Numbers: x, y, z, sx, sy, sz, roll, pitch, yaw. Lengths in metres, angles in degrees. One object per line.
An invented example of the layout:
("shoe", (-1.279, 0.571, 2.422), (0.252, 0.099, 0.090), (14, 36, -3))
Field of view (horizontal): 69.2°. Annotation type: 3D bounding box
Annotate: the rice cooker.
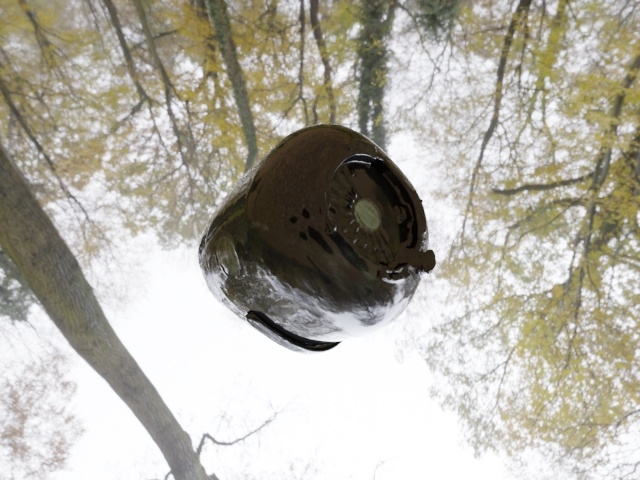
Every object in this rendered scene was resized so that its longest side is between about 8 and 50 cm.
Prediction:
("rice cooker", (0.000, 0.000, 0.578), (0.225, 0.267, 0.267), (-25, -152, 45))
